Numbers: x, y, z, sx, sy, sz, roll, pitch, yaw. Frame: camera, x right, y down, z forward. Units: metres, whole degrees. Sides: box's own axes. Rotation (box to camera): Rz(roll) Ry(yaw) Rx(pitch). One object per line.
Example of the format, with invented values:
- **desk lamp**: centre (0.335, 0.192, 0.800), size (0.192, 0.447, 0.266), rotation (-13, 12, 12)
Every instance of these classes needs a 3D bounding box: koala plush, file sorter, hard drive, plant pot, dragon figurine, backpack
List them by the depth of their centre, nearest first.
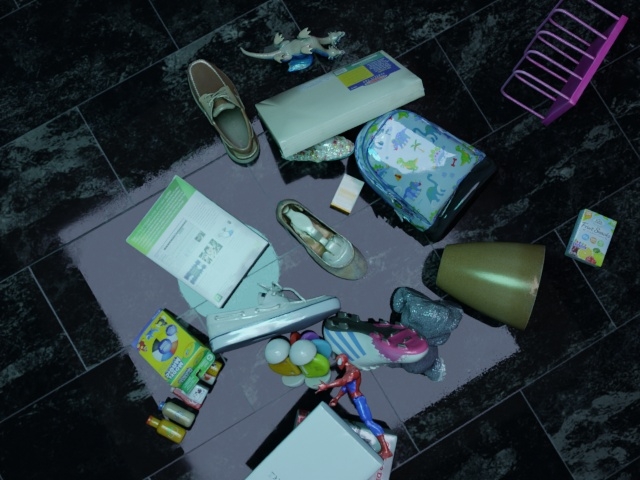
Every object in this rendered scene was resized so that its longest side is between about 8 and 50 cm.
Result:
- **hard drive**: centre (-0.026, 0.583, 1.657), size (0.210, 0.040, 0.318), rotation (44, 104, 5)
- **koala plush**: centre (0.273, 0.263, 1.785), size (0.196, 0.203, 0.221), rotation (19, 96, 0)
- **plant pot**: centre (0.452, 0.098, 1.798), size (0.255, 0.237, 0.237), rotation (14, 84, 14)
- **backpack**: centre (0.261, -0.206, 1.804), size (0.355, 0.273, 0.290), rotation (42, 99, 15)
- **file sorter**: centre (0.670, -0.513, 1.860), size (0.182, 0.202, 0.290), rotation (33, 84, 2)
- **dragon figurine**: centre (-0.070, -0.536, 1.884), size (0.289, 0.144, 0.085), rotation (-12, 87, 15)

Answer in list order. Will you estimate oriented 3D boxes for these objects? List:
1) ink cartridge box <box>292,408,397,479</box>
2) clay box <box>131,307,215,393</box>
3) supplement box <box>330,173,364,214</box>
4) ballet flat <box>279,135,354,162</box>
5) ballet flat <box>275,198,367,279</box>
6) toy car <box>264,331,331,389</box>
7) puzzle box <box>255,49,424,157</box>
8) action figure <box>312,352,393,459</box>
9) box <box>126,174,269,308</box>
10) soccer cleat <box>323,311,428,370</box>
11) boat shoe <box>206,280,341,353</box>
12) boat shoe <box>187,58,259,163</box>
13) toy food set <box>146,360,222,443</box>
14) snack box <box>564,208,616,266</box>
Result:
- **ink cartridge box**: centre (0.051, 0.582, 1.768), size (0.273, 0.114, 0.196), rotation (13, 83, -2)
- **clay box**: centre (-0.390, 0.292, 1.753), size (0.222, 0.053, 0.127), rotation (33, 82, 34)
- **supplement box**: centre (0.075, -0.132, 1.877), size (0.062, 0.036, 0.098), rotation (26, 84, 0)
- **ballet flat**: centre (-0.023, -0.259, 1.804), size (0.241, 0.077, 0.091), rotation (1, 48, 36)
- **ballet flat**: centre (0.000, 0.000, 1.826), size (0.316, 0.106, 0.107), rotation (37, 84, 1)
- **toy car**: centre (-0.048, 0.308, 1.776), size (0.182, 0.159, 0.136), rotation (-4, 41, 32)
- **puzzle box**: centre (0.045, -0.380, 1.800), size (0.409, 0.272, 0.052), rotation (-24, 127, -4)
- **action figure**: centre (0.071, 0.433, 1.691), size (0.139, 0.091, 0.280), rotation (-18, 80, -7)
- **box**: centre (-0.338, 0.004, 1.836), size (0.322, 0.058, 0.232), rotation (37, 84, 0)
- **soccer cleat**: centre (0.146, 0.284, 1.730), size (0.116, 0.331, 0.143), rotation (-23, 113, -40)
- **boat shoe**: centre (-0.135, 0.180, 1.796), size (0.367, 0.136, 0.156), rotation (-17, 73, -6)
- **boat shoe**: centre (-0.268, -0.371, 1.843), size (0.123, 0.116, 0.324), rotation (-33, 87, -5)
- **toy food set**: centre (-0.360, 0.407, 1.767), size (0.105, 0.111, 0.232), rotation (28, 86, 0)
- **snack box**: centre (0.774, -0.007, 1.897), size (0.100, 0.037, 0.141), rotation (23, 84, -1)
